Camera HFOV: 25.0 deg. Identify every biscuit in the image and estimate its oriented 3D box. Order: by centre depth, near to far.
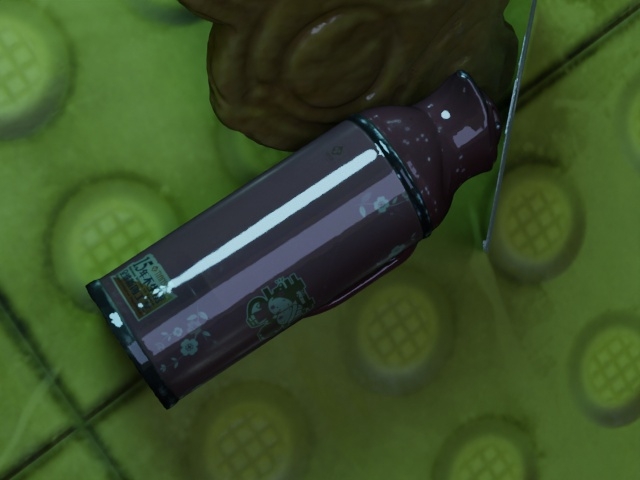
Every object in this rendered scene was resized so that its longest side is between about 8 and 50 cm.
[{"bbox_3d":[0.038,-0.174,1.074,0.376,0.051,0.269,22,109,-48],"label":"biscuit"}]

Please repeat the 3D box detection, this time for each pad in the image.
[{"bbox_3d":[0.155,-0.103,1.164,0.004,0.156,0.232,11,89,8],"label":"pad"}]

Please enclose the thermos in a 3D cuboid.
[{"bbox_3d":[0.001,0.000,1.079,0.330,0.109,0.136,-33,110,-7],"label":"thermos"}]
